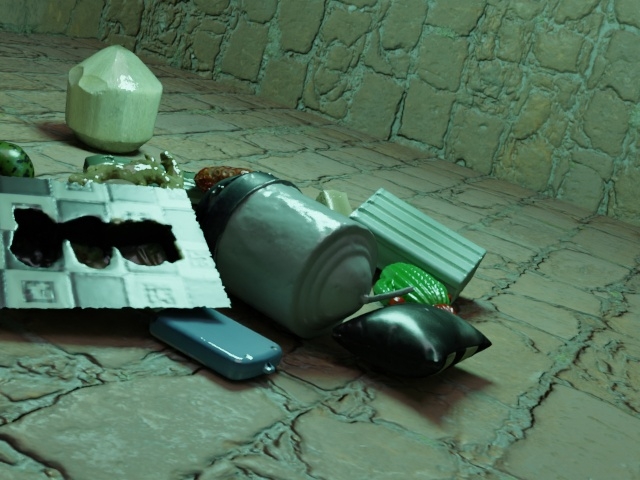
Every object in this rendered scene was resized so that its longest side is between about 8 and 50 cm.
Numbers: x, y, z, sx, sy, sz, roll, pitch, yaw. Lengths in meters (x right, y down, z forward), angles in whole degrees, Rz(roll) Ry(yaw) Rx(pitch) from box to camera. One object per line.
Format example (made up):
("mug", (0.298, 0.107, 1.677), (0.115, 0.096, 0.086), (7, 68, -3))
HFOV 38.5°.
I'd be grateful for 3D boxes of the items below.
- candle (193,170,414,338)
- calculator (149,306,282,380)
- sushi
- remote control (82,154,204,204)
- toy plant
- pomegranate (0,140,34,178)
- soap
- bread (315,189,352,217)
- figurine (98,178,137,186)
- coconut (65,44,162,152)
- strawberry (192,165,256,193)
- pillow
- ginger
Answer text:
("candle", (-0.042, 0.030, 1.512), (0.343, 0.221, 0.221), (29, 20, 36))
("calculator", (-0.151, 0.146, 1.335), (0.210, 0.039, 0.121), (24, 19, 27))
("sushi", (-0.359, 0.035, 1.399), (0.373, 0.100, 0.296), (2, 40, -29))
("remote control", (-0.360, -0.136, 2.068), (0.335, 0.065, 0.128), (9, 15, -24))
("toy plant", (0.173, 0.107, 1.698), (0.155, 0.088, 0.240), (17, 17, -1))
("pomegranate", (-0.600, -0.116, 1.689), (0.122, 0.122, 0.161), (18, 39, 8))
("soap", (0.189, 0.014, 1.888), (0.265, 0.087, 0.160), (32, 36, 13))
("bread", (0.030, -0.036, 2.181), (0.077, 0.105, 0.152), (8, 49, -28))
("figurine", (-0.372, -0.050, 1.667), (0.138, 0.125, 0.125), (-1, 20, -18))
("coconut", (-0.526, -0.365, 2.333), (0.238, 0.265, 0.237), (15, 24, -7))
("strawberry", (-0.149, -0.107, 2.016), (0.236, 0.106, 0.175), (18, 30, -27))
("pillow", (0.154, 0.155, 1.477), (0.186, 0.106, 0.250), (14, 9, 27))
("ginger", (-0.394, -0.118, 1.927), (0.259, 0.065, 0.149), (-11, 55, -38))
